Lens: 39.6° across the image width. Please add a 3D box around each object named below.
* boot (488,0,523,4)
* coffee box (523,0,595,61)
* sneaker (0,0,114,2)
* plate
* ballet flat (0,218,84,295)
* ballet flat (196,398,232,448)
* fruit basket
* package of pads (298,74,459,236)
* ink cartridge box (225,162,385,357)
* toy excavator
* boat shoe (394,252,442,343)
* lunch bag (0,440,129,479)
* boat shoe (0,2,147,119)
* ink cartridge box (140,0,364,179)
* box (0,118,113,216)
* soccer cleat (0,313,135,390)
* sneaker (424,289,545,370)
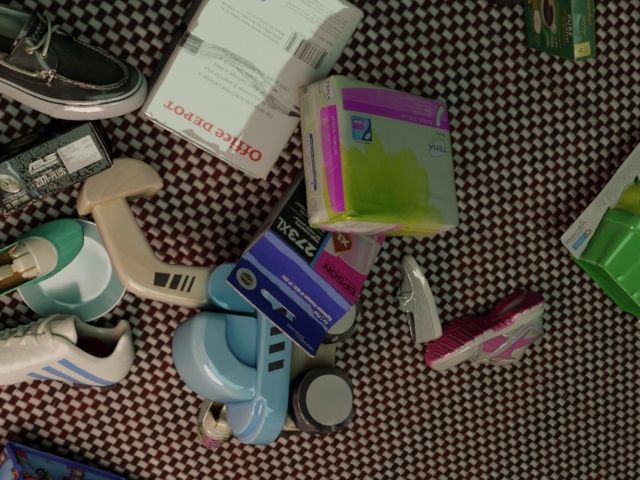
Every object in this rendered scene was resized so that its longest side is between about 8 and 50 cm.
[{"bbox_3d":[0.351,-0.568,1.407,0.348,0.131,0.260,-42,120,-8],"label":"boot"},{"bbox_3d":[0.389,-0.363,1.460,0.040,0.184,0.113,-12,111,-8],"label":"coffee box"},{"bbox_3d":[-0.386,-0.388,1.319,0.227,0.087,0.130,-33,106,-7],"label":"sneaker"},{"bbox_3d":[-0.417,0.050,1.495,0.188,0.024,0.188,-4,110,-12],"label":"plate"},{"bbox_3d":[-0.489,0.046,1.416,0.247,0.087,0.083,-26,103,3],"label":"ballet flat"},{"bbox_3d":[-0.166,0.292,1.608,0.077,0.079,0.221,20,103,-19],"label":"ballet flat"},{"bbox_3d":[0.647,-0.038,1.674,0.327,0.165,0.353,41,80,-22],"label":"fruit basket"},{"bbox_3d":[0.100,-0.121,1.408,0.296,0.101,0.229,2,81,-47],"label":"package of pads"},{"bbox_3d":[0.000,0.000,1.396,0.176,0.371,0.069,43,130,-10],"label":"ink cartridge box"},{"bbox_3d":[-0.177,0.104,1.437,0.445,0.222,0.433,8,75,-24],"label":"toy excavator"},{"bbox_3d":[0.171,0.111,1.641,0.063,0.066,0.184,-23,122,-6],"label":"boat shoe"},{"bbox_3d":[-0.467,0.503,1.583,0.293,0.138,0.221,25,106,-43],"label":"lunch bag"},{"bbox_3d":[-0.417,-0.268,1.283,0.335,0.121,0.119,13,145,-2],"label":"boat shoe"},{"bbox_3d":[-0.114,-0.287,1.395,0.223,0.129,0.307,28,99,-22],"label":"ink cartridge box"},{"bbox_3d":[-0.417,-0.127,1.369,0.180,0.147,0.077,-26,113,-3],"label":"box"},{"bbox_3d":[-0.472,0.171,1.466,0.331,0.116,0.143,3,130,-22],"label":"soccer cleat"},{"bbox_3d":[0.321,0.195,1.679,0.252,0.103,0.111,-23,110,-4],"label":"sneaker"}]
